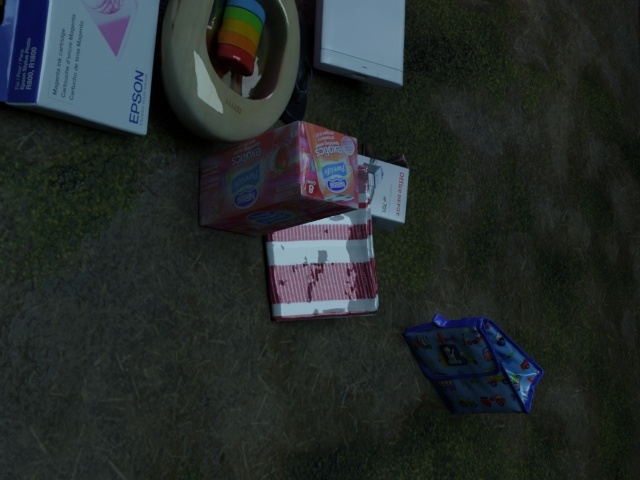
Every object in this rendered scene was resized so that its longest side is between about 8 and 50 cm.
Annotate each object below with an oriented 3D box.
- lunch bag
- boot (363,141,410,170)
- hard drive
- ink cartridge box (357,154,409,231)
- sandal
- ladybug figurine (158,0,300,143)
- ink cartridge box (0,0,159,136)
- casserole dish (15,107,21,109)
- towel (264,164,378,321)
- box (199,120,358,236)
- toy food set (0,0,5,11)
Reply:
[{"bbox_3d":[0.355,0.275,1.971,0.293,0.221,0.138,51,50,-24],"label":"lunch bag"},{"bbox_3d":[0.160,-0.194,1.963,0.037,0.114,0.106,-16,92,-46],"label":"boot"},{"bbox_3d":[0.096,-0.550,1.920,0.233,0.047,0.353,8,79,-32],"label":"hard drive"},{"bbox_3d":[0.096,-0.112,1.863,0.190,0.082,0.140,13,70,-18],"label":"ink cartridge box"},{"bbox_3d":[-0.054,-0.383,1.835,0.097,0.054,0.255,21,66,-40],"label":"sandal"},{"bbox_3d":[-0.188,-0.388,1.626,0.305,0.162,0.449,32,60,-35],"label":"ladybug figurine"},{"bbox_3d":[-0.413,-0.365,1.385,0.330,0.071,0.324,10,84,-56],"label":"ink cartridge box"},{"bbox_3d":[-0.487,-0.305,1.397,0.114,0.037,0.188,51,50,-23],"label":"casserole dish"},{"bbox_3d":[0.000,0.000,1.739,0.237,0.037,0.329,-2,83,-16],"label":"towel"},{"bbox_3d":[-0.085,-0.109,1.564,0.154,0.300,0.142,12,72,-44],"label":"box"},{"bbox_3d":[-0.527,-0.439,1.361,0.218,0.071,0.128,24,70,-45],"label":"toy food set"}]
